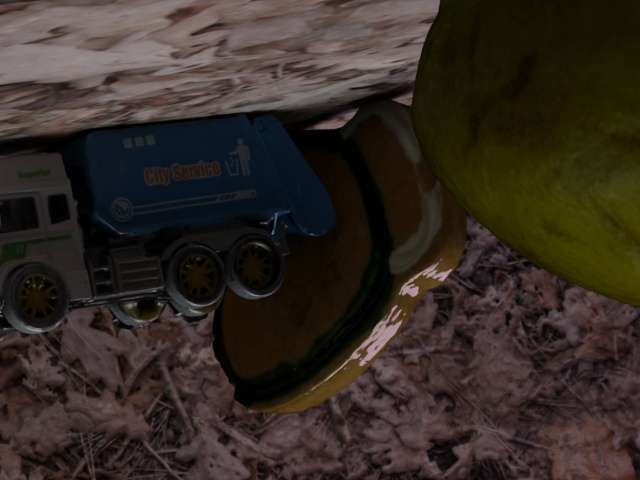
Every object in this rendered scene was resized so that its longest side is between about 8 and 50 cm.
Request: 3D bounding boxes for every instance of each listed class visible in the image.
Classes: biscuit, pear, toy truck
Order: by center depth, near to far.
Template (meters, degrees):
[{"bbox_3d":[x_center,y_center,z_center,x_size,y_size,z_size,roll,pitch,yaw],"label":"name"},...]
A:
[{"bbox_3d":[0.199,-0.090,0.922,0.321,0.269,0.269,1,-176,33],"label":"pear"},{"bbox_3d":[-0.170,-0.008,1.693,0.367,0.175,0.146,-9,175,-35],"label":"toy truck"},{"bbox_3d":[-0.001,-0.001,1.830,0.057,0.287,0.344,16,131,-38],"label":"biscuit"}]
